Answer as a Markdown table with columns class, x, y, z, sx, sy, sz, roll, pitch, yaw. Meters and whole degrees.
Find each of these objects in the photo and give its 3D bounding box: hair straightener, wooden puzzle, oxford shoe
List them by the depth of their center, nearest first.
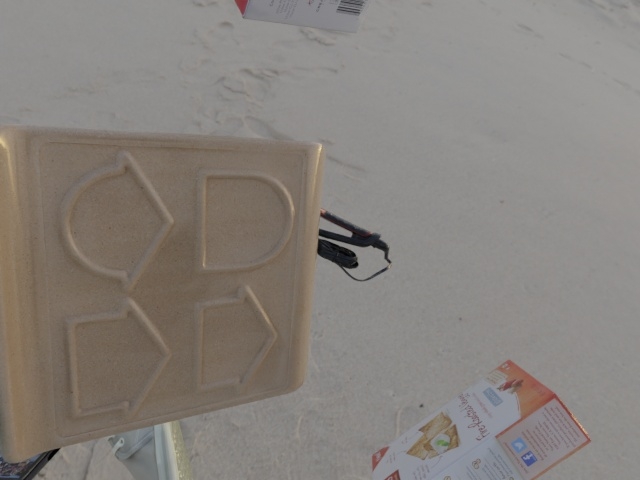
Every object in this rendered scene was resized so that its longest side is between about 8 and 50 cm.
| class | x | y | z | sx | sy | sz | roll | pitch | yaw |
| --- | --- | --- | --- | --- | --- | --- | --- | --- | --- |
| wooden puzzle | -0.157 | 0.044 | 0.522 | 0.348 | 0.321 | 0.081 | -5 | 18 | -35 |
| hair straightener | 0.000 | 0.000 | 0.675 | 0.231 | 0.088 | 0.047 | 24 | -2 | -15 |
| oxford shoe | -0.318 | 0.328 | 0.828 | 0.130 | 0.169 | 0.449 | -17 | 49 | -21 |

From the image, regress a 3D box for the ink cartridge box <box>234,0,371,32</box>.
| class | x | y | z | sx | sy | sz | roll | pitch | yaw |
| --- | --- | --- | --- | --- | --- | --- | --- | --- | --- |
| ink cartridge box | -0.090 | -0.473 | 0.703 | 0.272 | 0.130 | 0.309 | -9 | 60 | -33 |

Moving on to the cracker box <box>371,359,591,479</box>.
| class | x | y | z | sx | sy | sz | roll | pitch | yaw |
| --- | --- | --- | --- | --- | --- | --- | --- | --- | --- |
| cracker box | 0.171 | 0.248 | 0.557 | 0.067 | 0.232 | 0.156 | 53 | 3 | 4 |

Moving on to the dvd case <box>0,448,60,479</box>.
| class | x | y | z | sx | sy | sz | roll | pitch | yaw |
| --- | --- | --- | --- | --- | --- | --- | --- | --- | --- |
| dvd case | -0.525 | 0.336 | 0.809 | 0.181 | 0.022 | 0.253 | 3 | 9 | 0 |
